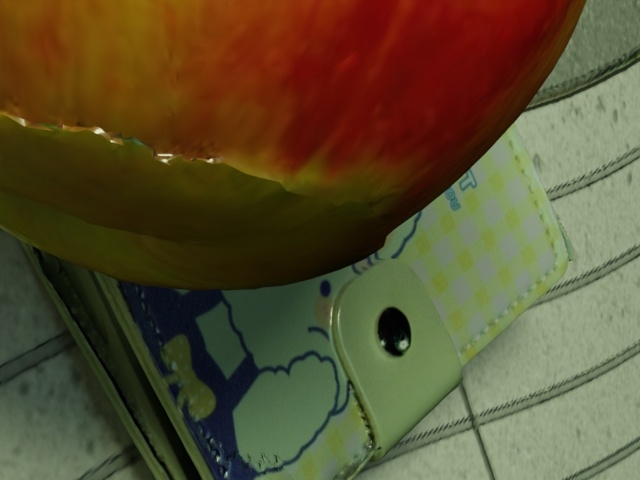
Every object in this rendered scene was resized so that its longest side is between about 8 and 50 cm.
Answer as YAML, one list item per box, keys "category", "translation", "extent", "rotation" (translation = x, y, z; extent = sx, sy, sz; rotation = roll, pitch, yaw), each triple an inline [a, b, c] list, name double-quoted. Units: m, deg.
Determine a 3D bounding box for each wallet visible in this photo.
- category: "wallet"
  translation: [0.000, 0.000, 0.871]
  extent: [0.309, 0.077, 0.223]
  rotation: [-39, 114, -43]

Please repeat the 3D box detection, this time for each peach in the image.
- category: "peach"
  translation: [-0.050, -0.171, 0.616]
  extent: [0.370, 0.370, 0.370]
  rotation: [6, 82, -51]
